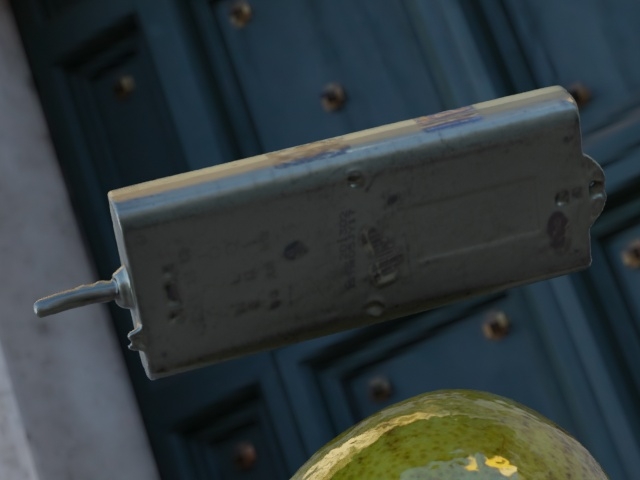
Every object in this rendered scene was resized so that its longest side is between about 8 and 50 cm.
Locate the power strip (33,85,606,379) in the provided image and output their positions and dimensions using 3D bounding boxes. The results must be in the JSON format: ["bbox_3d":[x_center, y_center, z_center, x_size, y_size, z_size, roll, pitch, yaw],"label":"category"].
[{"bbox_3d":[0.000,0.000,0.888,0.268,0.034,0.092,-14,-62,-9],"label":"power strip"}]

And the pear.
[{"bbox_3d":[0.059,0.165,0.911,0.197,0.197,0.197,-17,-21,-7],"label":"pear"}]
